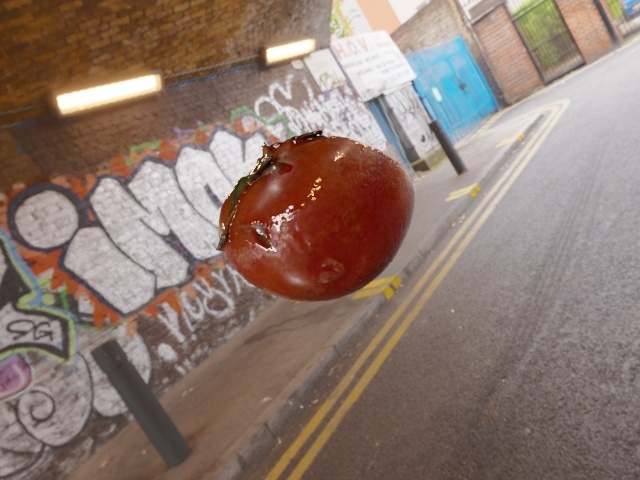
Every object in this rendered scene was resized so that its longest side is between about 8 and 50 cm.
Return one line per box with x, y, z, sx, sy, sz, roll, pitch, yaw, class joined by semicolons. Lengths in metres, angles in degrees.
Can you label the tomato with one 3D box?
-0.003;0.003;0.699;0.309;0.309;0.170;-27;44;31;tomato
